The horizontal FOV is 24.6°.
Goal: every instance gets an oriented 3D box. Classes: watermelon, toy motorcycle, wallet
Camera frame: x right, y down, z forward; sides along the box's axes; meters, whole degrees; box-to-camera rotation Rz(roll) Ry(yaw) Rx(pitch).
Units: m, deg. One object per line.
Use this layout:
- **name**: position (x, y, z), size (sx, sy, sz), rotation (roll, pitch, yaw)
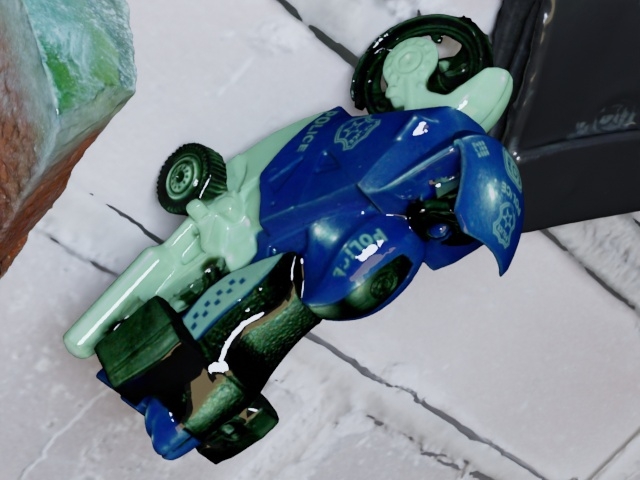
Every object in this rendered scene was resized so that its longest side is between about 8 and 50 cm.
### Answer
- **watermelon**: position (-0.177, -0.045, 0.829), size (0.094, 0.154, 0.241), rotation (5, 135, -34)
- **toy motorcycle**: position (0.000, 0.000, 0.913), size (0.331, 0.196, 0.125), rotation (-42, 136, 2)
- **wallet**: position (0.298, -0.119, 1.095), size (0.406, 0.062, 0.228), rotation (-8, 129, -26)
